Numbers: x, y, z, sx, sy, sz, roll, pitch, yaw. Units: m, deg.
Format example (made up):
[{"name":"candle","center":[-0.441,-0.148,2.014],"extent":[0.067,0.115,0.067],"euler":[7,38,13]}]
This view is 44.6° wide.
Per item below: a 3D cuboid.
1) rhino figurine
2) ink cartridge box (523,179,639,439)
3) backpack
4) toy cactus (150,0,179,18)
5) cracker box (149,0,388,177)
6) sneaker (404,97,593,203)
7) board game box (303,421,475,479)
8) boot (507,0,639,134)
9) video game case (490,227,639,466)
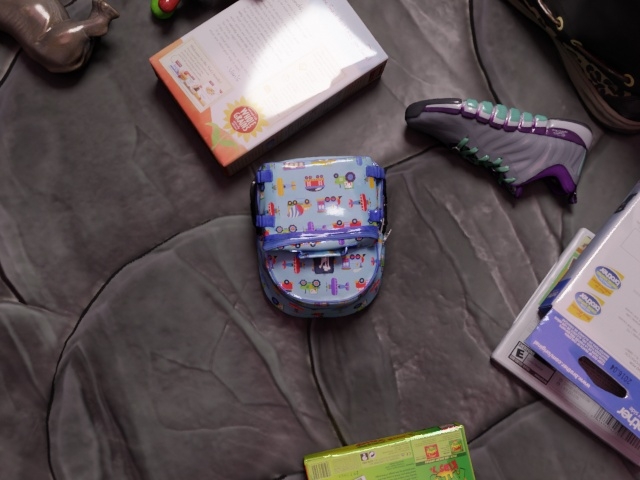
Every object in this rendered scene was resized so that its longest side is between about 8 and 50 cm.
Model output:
[{"name":"rhino figurine","center":[-0.354,-0.290,0.919],"extent":[0.243,0.073,0.106],"euler":[37,93,6]},{"name":"ink cartridge box","center":[0.386,0.055,0.884],"extent":[0.186,0.065,0.311],"euler":[40,80,4]},{"name":"backpack","center":[0.000,0.000,0.874],"extent":[0.158,0.117,0.173],"euler":[0,85,-1]},{"name":"toy cactus","center":[-0.130,-0.346,0.891],"extent":[0.181,0.112,0.218],"euler":[34,102,20]},{"name":"cracker box","center":[-0.059,-0.204,0.922],"extent":[0.232,0.067,0.155],"euler":[-34,85,-5]},{"name":"sneaker","center":[0.205,-0.104,0.914],"extent":[0.224,0.083,0.098],"euler":[10,87,-2]},{"name":"board game box","center":[0.079,0.270,0.876],"extent":[0.182,0.043,0.092],"euler":[-12,84,-3]},{"name":"boot","center":[0.309,-0.311,0.840],"extent":[0.138,0.284,0.377],"euler":[-29,85,-6]},{"name":"video game case","center":[0.340,0.123,0.917],"extent":[0.212,0.023,0.193],"euler":[36,83,4]}]
